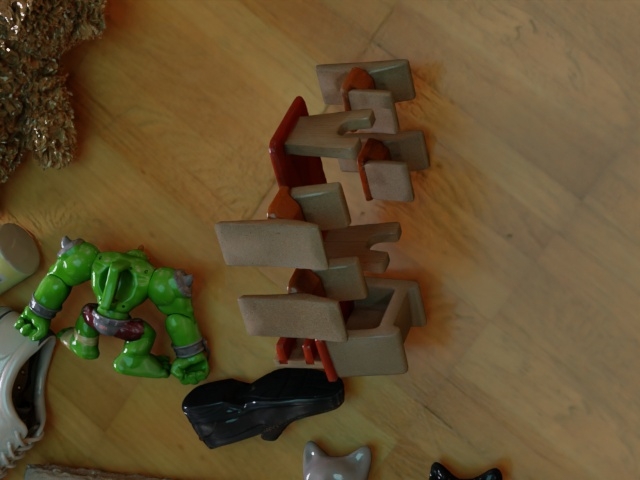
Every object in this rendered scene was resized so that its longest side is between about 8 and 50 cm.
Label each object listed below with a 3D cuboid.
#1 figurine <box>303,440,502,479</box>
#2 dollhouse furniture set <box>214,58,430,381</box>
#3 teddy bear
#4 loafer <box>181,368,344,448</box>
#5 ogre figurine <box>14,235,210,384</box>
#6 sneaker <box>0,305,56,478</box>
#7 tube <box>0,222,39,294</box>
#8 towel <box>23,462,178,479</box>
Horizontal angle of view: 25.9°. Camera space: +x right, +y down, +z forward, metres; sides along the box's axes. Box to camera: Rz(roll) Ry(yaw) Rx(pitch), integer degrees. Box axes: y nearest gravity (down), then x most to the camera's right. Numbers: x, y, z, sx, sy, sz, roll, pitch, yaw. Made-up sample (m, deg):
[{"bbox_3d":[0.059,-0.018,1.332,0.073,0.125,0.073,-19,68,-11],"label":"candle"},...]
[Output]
[{"bbox_3d":[0.063,0.304,1.328,0.214,0.092,0.210,8,90,20],"label":"figurine"},{"bbox_3d":[0.000,0.000,1.238,0.135,0.262,0.259,1,127,22],"label":"dollhouse furniture set"},{"bbox_3d":[-0.337,-0.168,1.425,0.245,0.113,0.338,27,112,23],"label":"teddy bear"},{"bbox_3d":[-0.050,0.167,1.370,0.170,0.062,0.061,-9,114,24],"label":"loafer"},{"bbox_3d":[-0.200,0.068,1.390,0.197,0.097,0.118,24,112,24],"label":"ogre figurine"},{"bbox_3d":[-0.341,0.201,1.455,0.091,0.094,0.258,17,100,23],"label":"sneaker"},{"bbox_3d":[-0.405,0.058,1.490,0.240,0.070,0.062,-29,128,25],"label":"tube"},{"bbox_3d":[-0.185,0.333,1.437,0.282,0.049,0.187,4,95,21],"label":"towel"}]
